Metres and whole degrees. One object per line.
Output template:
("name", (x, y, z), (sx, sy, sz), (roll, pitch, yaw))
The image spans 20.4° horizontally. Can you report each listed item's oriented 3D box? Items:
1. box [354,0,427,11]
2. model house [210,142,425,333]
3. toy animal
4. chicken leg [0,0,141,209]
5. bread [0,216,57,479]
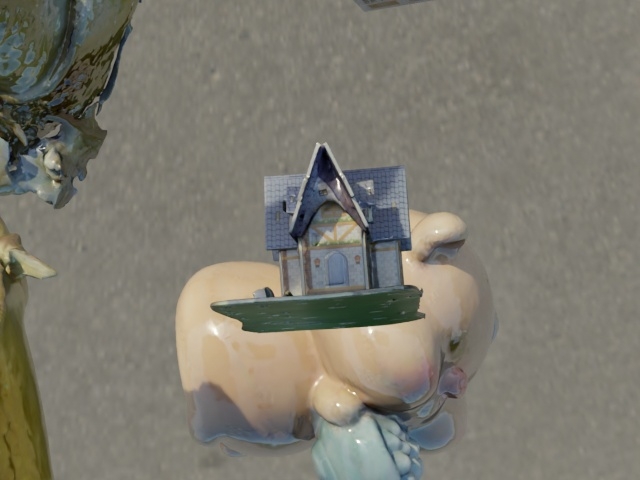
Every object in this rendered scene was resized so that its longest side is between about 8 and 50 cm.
("box", (0.101, -0.214, 1.347), (0.218, 0.055, 0.039), (-1, 140, 52))
("model house", (0.000, 0.000, 1.011), (0.117, 0.167, 0.088), (-5, 81, 6))
("toy animal", (0.011, 0.079, 1.365), (0.221, 0.229, 0.210), (19, 166, 22))
("chicken leg", (-0.122, -0.096, 0.697), (0.080, 0.125, 0.196), (18, 156, 11))
("bread", (-0.276, 0.203, 0.999), (0.361, 0.250, 0.394), (-20, 103, -38))
